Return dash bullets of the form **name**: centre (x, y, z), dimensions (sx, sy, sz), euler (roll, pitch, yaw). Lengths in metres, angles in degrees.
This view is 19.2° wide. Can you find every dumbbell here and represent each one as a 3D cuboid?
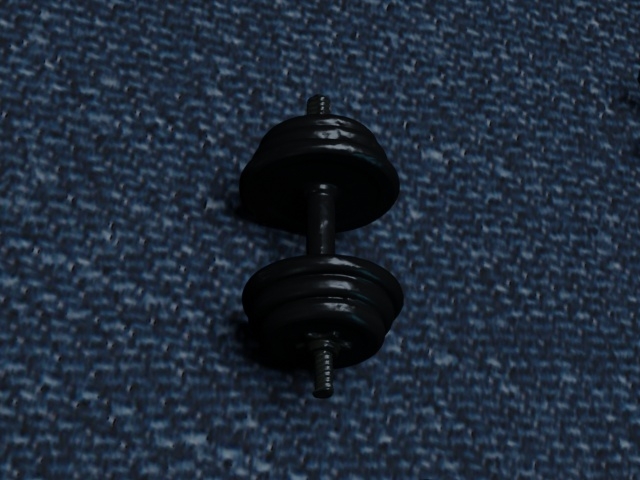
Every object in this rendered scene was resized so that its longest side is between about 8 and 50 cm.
- **dumbbell**: centre (0.000, 0.000, 1.145), dimensions (0.099, 0.099, 0.208), euler (13, 56, -23)

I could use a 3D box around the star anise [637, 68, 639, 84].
- **star anise**: centre (0.285, -0.091, 1.404), dimensions (0.141, 0.042, 0.141), euler (17, 53, -24)
